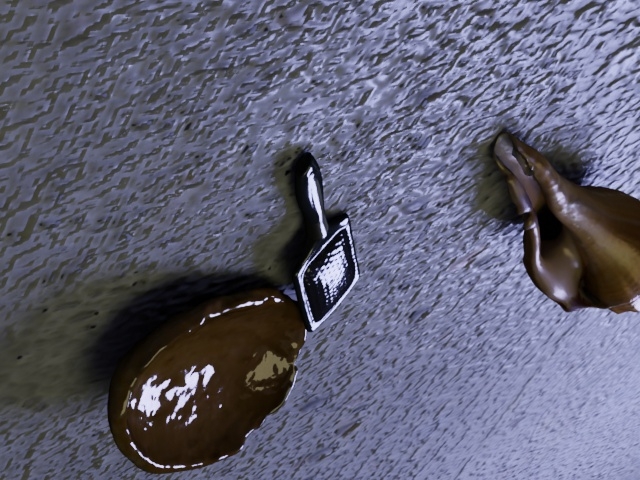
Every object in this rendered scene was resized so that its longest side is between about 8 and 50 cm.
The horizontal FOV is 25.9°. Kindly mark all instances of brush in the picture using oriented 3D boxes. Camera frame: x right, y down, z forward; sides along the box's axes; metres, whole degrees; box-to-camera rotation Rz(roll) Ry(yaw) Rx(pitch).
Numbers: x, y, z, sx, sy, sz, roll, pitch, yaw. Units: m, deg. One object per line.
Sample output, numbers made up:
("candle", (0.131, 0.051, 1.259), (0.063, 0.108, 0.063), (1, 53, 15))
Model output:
("brush", (0.000, 0.000, 0.955), (0.063, 0.016, 0.193), (-51, 154, -21))

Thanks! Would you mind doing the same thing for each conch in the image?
("conch", (0.212, -0.014, 1.150), (0.109, 0.093, 0.330), (-28, 138, 22))

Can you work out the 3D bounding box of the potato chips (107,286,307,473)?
("potato chips", (-0.081, 0.092, 0.975), (0.201, 0.049, 0.150), (-1, 124, -53))
